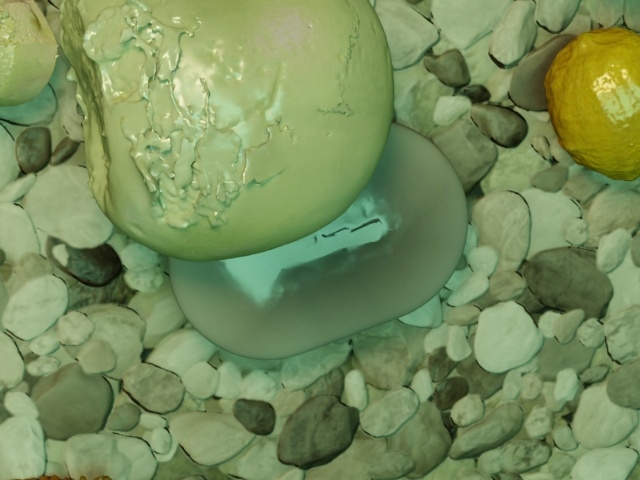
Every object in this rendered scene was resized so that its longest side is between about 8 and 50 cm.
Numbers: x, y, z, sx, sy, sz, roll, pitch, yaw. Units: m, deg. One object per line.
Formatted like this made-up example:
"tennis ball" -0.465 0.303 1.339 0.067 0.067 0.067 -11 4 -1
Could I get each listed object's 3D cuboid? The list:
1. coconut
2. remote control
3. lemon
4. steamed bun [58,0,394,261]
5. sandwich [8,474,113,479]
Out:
"coconut" -0.317 -0.185 1.475 0.116 0.122 0.116 4 101 22
"remote control" 0.000 0.000 1.623 0.332 0.103 0.221 -19 104 -8
"lemon" 0.318 -0.144 1.643 0.142 0.142 0.187 -26 118 -6
"steamed bun" -0.077 -0.156 1.445 0.312 0.233 0.334 -19 92 -19
"sandwich" -0.295 0.369 1.663 0.212 0.109 0.292 -24 112 -6
